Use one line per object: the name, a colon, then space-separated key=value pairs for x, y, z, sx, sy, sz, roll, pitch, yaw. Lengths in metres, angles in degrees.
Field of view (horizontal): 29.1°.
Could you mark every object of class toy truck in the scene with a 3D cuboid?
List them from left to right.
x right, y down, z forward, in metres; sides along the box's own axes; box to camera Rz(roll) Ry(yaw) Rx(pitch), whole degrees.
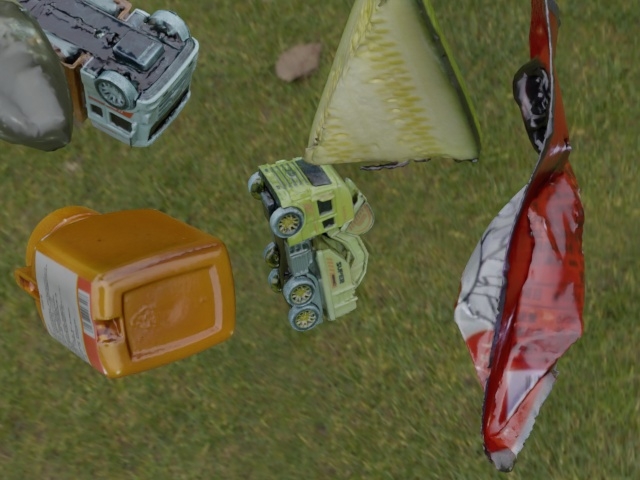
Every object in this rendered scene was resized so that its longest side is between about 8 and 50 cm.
toy truck: x=-0.302 y=-0.231 z=1.511 sx=0.305 sy=0.162 sz=0.136 roll=28 pitch=61 yaw=11
toy truck: x=0.000 y=0.000 z=1.299 sx=0.116 sy=0.191 sz=0.085 roll=-19 pitch=37 yaw=-13

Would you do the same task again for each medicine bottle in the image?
medicine bottle: x=-0.199 y=0.039 z=1.214 sx=0.149 sy=0.112 sz=0.222 roll=-17 pitch=24 yaw=-32

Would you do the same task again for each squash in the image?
squash: x=0.029 y=-0.163 z=1.004 sx=0.169 sy=0.252 sz=0.093 roll=-3 pitch=59 yaw=21

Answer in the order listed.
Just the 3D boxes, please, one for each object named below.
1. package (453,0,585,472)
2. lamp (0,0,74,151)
package: x=0.121 y=-0.011 z=0.696 sx=0.071 sy=0.194 sz=0.269 roll=11 pitch=90 yaw=4
lamp: x=-0.264 y=-0.144 z=0.976 sx=0.101 sy=0.101 sz=0.250 roll=-42 pitch=53 yaw=-3
